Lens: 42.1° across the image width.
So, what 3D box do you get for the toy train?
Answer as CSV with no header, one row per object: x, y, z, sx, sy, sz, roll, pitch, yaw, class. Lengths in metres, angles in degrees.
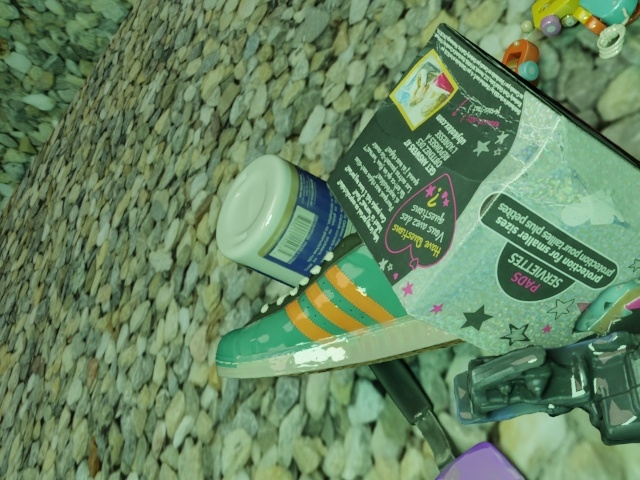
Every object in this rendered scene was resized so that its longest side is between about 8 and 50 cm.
0.233,-0.186,0.773,0.166,0.046,0.125,-4,65,59,toy train

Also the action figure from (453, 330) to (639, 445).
0.220,0.095,0.329,0.341,0.330,0.179,-11,67,17,action figure

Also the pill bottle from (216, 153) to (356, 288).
0.000,0.000,0.841,0.112,0.186,0.112,-35,41,38,pill bottle

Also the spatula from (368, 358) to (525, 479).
0.094,0.165,0.726,0.084,0.030,0.296,-44,32,5,spatula

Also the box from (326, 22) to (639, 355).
0.155,-0.002,0.553,0.142,0.247,0.163,-54,32,18,box

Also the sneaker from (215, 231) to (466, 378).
0.031,0.053,0.760,0.302,0.108,0.121,-16,77,25,sneaker
